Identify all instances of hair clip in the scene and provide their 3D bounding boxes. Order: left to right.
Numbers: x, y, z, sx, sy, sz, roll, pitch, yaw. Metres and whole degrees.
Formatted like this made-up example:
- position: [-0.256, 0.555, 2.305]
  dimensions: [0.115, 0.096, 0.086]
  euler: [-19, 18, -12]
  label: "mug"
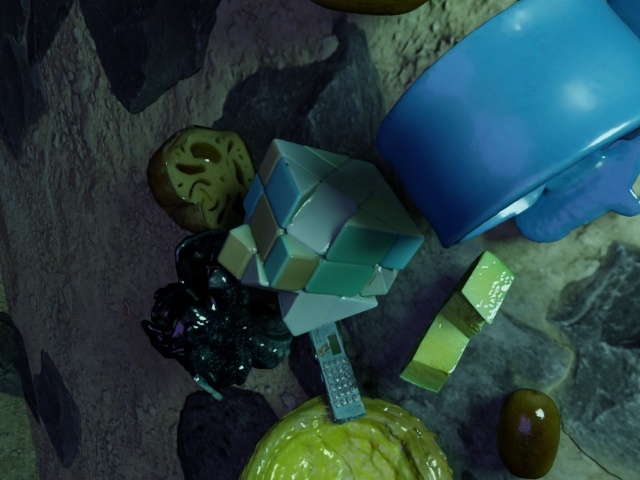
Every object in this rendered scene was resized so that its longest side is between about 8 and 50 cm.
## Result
- position: [-0.167, 0.140, 0.847]
  dimensions: [0.195, 0.206, 0.310]
  euler: [31, 154, 34]
  label: "hair clip"

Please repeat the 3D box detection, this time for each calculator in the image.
- position: [0.024, 0.215, 0.834]
  dimensions: [0.018, 0.057, 0.171]
  euler: [72, 180, -59]
  label: "calculator"

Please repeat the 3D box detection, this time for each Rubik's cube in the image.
- position: [0.000, 0.000, 0.724]
  dimensions: [0.212, 0.266, 0.224]
  euler: [-60, 36, 31]
  label: "Rubik's cube"

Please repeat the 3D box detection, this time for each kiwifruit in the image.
- position: [0.271, 0.253, 0.657]
  dimensions: [0.075, 0.075, 0.124]
  euler: [15, 107, 37]
  label: "kiwifruit"

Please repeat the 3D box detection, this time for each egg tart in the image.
- position: [0.043, 0.414, 0.790]
  dimensions: [0.346, 0.345, 0.132]
  euler: [27, 157, 33]
  label: "egg tart"

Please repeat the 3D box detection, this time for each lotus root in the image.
- position: [-0.233, -0.093, 0.907]
  dimensions: [0.180, 0.199, 0.187]
  euler: [-13, 86, 37]
  label: "lotus root"

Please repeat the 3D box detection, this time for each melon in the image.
- position: [0.184, 0.107, 0.665]
  dimensions: [0.064, 0.118, 0.209]
  euler: [34, 134, 14]
  label: "melon"

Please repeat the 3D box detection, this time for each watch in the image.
- position: [0.220, -0.120, 0.464]
  dimensions: [0.241, 0.275, 0.305]
  euler: [58, 135, 13]
  label: "watch"

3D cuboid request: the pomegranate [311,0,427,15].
- position: [0.053, -0.382, 0.554]
  dimensions: [0.265, 0.264, 0.264]
  euler: [12, 109, 38]
  label: "pomegranate"
